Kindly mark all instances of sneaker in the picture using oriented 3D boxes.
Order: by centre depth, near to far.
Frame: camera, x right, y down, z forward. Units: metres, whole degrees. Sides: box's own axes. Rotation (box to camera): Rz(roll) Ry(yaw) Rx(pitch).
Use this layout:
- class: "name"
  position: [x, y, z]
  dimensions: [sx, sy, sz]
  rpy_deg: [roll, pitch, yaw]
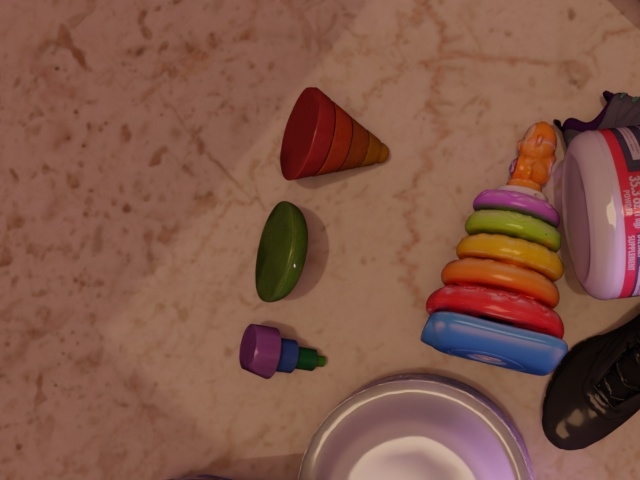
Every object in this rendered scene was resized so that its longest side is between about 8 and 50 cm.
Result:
- class: "sneaker"
  position: [0.371, 0.138, 1.347]
  dimensions: [0.109, 0.130, 0.286]
  rpy_deg: [45, 96, 5]
- class: "sneaker"
  position: [0.395, -0.154, 1.378]
  dimensions: [0.223, 0.083, 0.098]
  rpy_deg: [-25, 80, 8]

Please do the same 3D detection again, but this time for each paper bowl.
- class: "paper bowl"
  position: [0.112, 0.305, 1.373]
  dimensions: [0.284, 0.148, 0.284]
  rpy_deg: [0, 89, 9]

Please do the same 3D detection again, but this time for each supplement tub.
- class: "supplement tub"
  position: [0.417, -0.040, 1.274]
  dimensions: [0.272, 0.191, 0.191]
  rpy_deg: [-7, 87, 2]

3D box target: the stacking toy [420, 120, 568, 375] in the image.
- class: "stacking toy"
  position: [0.230, -0.003, 1.375]
  dimensions: [0.165, 0.175, 0.302]
  rpy_deg: [13, 79, 6]

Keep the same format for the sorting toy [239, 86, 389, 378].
- class: "sorting toy"
  position: [0.000, 0.000, 1.439]
  dimensions: [0.126, 0.127, 0.366]
  rpy_deg: [12, 93, -21]

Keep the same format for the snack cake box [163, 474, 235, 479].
- class: "snack cake box"
  position: [-0.088, 0.371, 1.360]
  dimensions: [0.264, 0.089, 0.152]
  rpy_deg: [-3, 86, 46]
